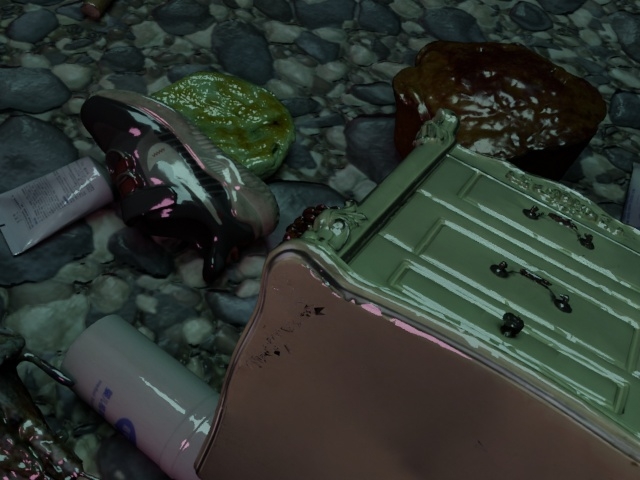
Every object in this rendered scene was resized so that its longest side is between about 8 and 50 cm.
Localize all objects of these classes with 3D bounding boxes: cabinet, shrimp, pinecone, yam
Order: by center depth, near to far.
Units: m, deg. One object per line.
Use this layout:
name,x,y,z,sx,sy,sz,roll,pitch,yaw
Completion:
cabinet,0.129,0.087,0.638,0.290,0.227,0.318,29,35,13
shrimp,-0.336,0.090,0.657,0.411,0.166,0.221,27,81,30
pinecone,0.000,0.000,0.845,0.077,0.077,0.083,30,10,16
yam,-0.285,-0.348,1.131,0.032,0.032,0.145,13,48,0

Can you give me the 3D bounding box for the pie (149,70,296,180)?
pie,-0.118,-0.129,0.960,0.187,0.041,0.186,6,47,-6

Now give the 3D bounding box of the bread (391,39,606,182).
bread,0.203,-0.151,0.980,0.247,0.135,0.232,-18,54,-25

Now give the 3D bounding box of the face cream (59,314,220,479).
face cream,-0.099,0.161,0.681,0.250,0.077,0.077,33,51,18

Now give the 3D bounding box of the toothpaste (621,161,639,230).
toothpaste,0.372,-0.003,0.943,0.075,0.048,0.301,3,34,29

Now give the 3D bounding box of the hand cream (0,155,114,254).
hand cream,-0.265,-0.045,0.861,0.142,0.053,0.084,-30,58,-14

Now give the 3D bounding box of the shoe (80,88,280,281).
shoe,-0.151,-0.053,0.827,0.228,0.099,0.112,34,62,-11
